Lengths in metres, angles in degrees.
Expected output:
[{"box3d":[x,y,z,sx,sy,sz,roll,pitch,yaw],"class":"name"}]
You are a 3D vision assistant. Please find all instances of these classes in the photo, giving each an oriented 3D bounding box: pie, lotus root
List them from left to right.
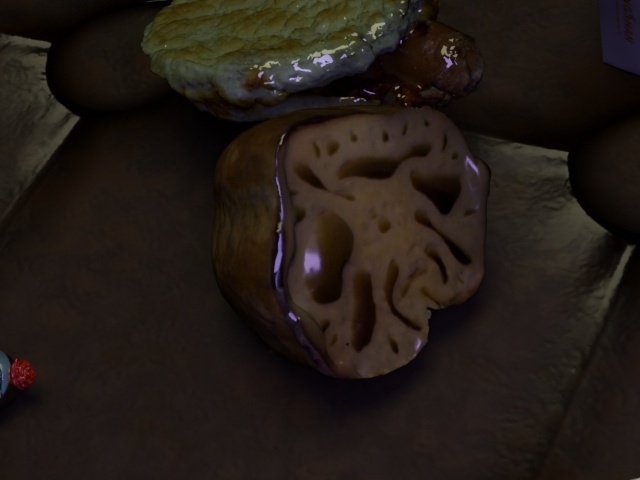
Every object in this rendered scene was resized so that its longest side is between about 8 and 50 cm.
[{"box3d":[-0.018,-0.166,1.395,0.257,0.105,0.274,-6,23,-9],"class":"pie"},{"box3d":[0.001,0.000,1.264,0.188,0.199,0.180,-1,-2,-35],"class":"lotus root"}]

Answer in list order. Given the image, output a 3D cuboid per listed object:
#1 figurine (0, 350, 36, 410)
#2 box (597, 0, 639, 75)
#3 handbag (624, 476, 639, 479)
[{"box3d":[-0.261,0.124,1.261,0.060,0.047,0.106,15,55,44],"class":"figurine"},{"box3d":[0.313,-0.261,1.415,0.067,0.149,0.233,23,56,33],"class":"box"},{"box3d":[0.244,0.256,0.958,0.358,0.160,0.236,-14,52,1],"class":"handbag"}]
